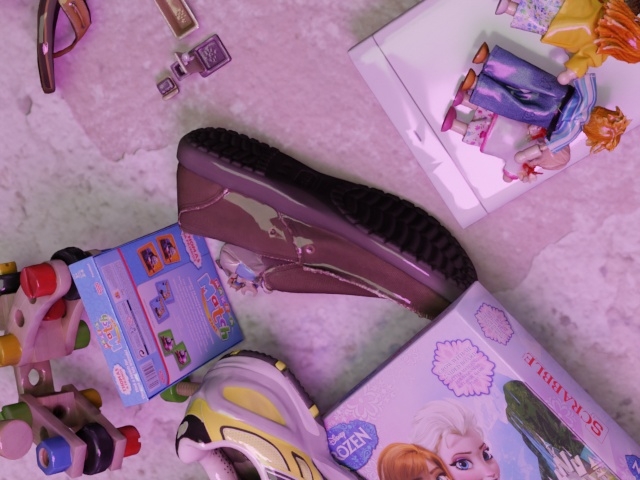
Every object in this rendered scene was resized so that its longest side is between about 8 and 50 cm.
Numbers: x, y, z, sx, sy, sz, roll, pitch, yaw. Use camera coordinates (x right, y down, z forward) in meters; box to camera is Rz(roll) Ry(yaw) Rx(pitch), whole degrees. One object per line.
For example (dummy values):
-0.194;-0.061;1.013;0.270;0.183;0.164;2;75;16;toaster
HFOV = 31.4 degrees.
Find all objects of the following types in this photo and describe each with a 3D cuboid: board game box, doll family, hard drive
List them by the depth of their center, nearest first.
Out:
0.233;-0.164;1.112;0.163;0.118;0.262;23;109;0;doll family
0.238;-0.198;1.189;0.353;0.047;0.233;-32;100;15;hard drive
0.170;0.251;1.216;0.318;0.066;0.318;45;130;3;board game box
-0.174;0.072;1.251;0.039;0.211;0.160;-19;94;28;board game box

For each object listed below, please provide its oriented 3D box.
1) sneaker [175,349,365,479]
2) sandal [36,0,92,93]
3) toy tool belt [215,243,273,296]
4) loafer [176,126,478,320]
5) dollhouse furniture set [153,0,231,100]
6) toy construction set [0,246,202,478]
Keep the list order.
-0.024;0.308;1.233;0.145;0.147;0.384;-33;97;42;sneaker
-0.288;-0.275;1.301;0.060;0.090;0.219;10;94;-12;sandal
-0.085;0.038;1.317;0.083;0.052;0.051;39;140;8;toy tool belt
0.000;0.000;1.259;0.366;0.134;0.130;27;116;10;loafer
-0.175;-0.227;1.273;0.091;0.081;0.114;-30;91;15;dollhouse furniture set
-0.343;0.154;1.272;0.237;0.309;0.257;0;122;42;toy construction set
